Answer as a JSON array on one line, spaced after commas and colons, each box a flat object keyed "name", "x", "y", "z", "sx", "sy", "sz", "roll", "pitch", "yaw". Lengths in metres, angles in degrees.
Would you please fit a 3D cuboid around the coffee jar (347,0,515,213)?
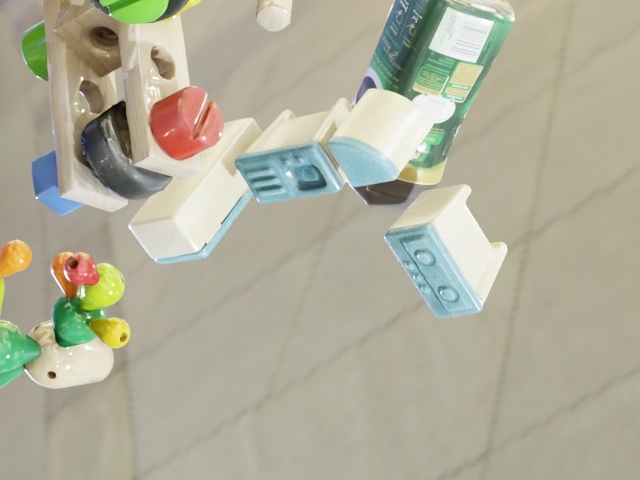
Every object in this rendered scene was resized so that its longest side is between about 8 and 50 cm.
[{"name": "coffee jar", "x": 0.075, "y": -0.116, "z": 1.464, "sx": 0.184, "sy": 0.079, "sz": 0.096, "roll": -66, "pitch": 27, "yaw": 25}]

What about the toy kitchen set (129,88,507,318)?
[{"name": "toy kitchen set", "x": 0.000, "y": 0.000, "z": 1.408, "sx": 0.207, "sy": 0.166, "sz": 0.122, "roll": -9, "pitch": 34, "yaw": 43}]

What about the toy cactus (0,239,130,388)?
[{"name": "toy cactus", "x": -0.202, "y": 0.082, "z": 1.339, "sx": 0.219, "sy": 0.112, "sz": 0.180, "roll": -40, "pitch": -24, "yaw": 18}]

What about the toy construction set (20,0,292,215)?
[{"name": "toy construction set", "x": -0.172, "y": -0.145, "z": 1.075, "sx": 0.309, "sy": 0.258, "sz": 0.237, "roll": 123, "pitch": 159, "yaw": -44}]
